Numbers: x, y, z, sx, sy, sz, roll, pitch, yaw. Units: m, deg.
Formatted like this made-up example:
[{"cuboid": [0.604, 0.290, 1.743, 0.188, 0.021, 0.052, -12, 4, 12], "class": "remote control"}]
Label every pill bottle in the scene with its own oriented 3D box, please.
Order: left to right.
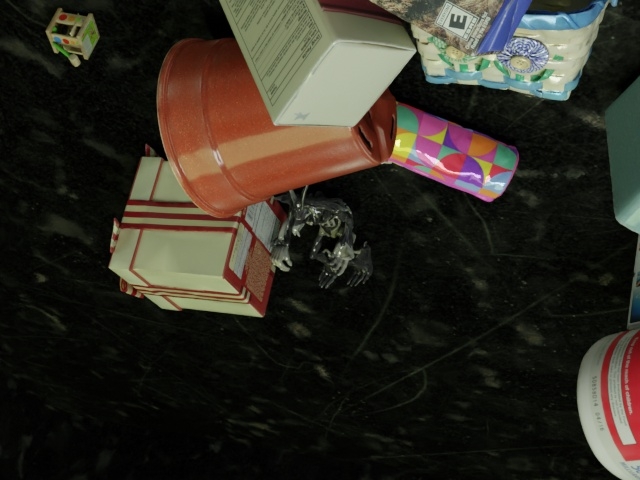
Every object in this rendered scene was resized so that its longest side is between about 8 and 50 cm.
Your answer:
[{"cuboid": [0.577, 0.204, 1.257, 0.229, 0.229, 0.408, 33, 147, -24], "class": "pill bottle"}]

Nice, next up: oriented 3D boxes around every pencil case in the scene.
[{"cuboid": [0.182, -0.135, 1.425, 0.236, 0.104, 0.104, 18, 150, -1], "class": "pencil case"}]

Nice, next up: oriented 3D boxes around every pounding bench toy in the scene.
[{"cuboid": [-0.398, -0.314, 1.451, 0.065, 0.083, 0.052, 12, 150, 9], "class": "pounding bench toy"}]

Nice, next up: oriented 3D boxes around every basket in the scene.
[{"cuboid": [0.215, -0.306, 1.015, 0.255, 0.201, 0.289, 12, 134, 22], "class": "basket"}]

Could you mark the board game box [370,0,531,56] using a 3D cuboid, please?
[{"cuboid": [0.093, -0.346, 0.884, 0.291, 0.141, 0.232, 32, 112, 13], "class": "board game box"}]

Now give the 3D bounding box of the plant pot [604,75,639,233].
[{"cuboid": [0.525, -0.134, 1.110, 0.248, 0.247, 0.252, 22, 133, -7], "class": "plant pot"}]

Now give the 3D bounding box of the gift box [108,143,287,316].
[{"cuboid": [-0.235, -0.020, 1.696, 0.258, 0.255, 0.276, 4, 153, 20], "class": "gift box"}]

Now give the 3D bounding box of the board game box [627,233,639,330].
[{"cuboid": [0.606, 0.029, 1.376, 0.053, 0.193, 0.305, 33, 147, -24], "class": "board game box"}]

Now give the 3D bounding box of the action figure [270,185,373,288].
[{"cuboid": [0.000, 0.000, 1.711, 0.164, 0.140, 0.275, 5, 151, 31], "class": "action figure"}]

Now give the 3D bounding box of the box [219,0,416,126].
[{"cuboid": [-0.013, -0.270, 1.111, 0.127, 0.232, 0.148, -4, 150, -38], "class": "box"}]

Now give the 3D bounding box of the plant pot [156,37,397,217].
[{"cuboid": [-0.047, -0.186, 1.325, 0.265, 0.272, 0.272, -9, 142, 26], "class": "plant pot"}]
